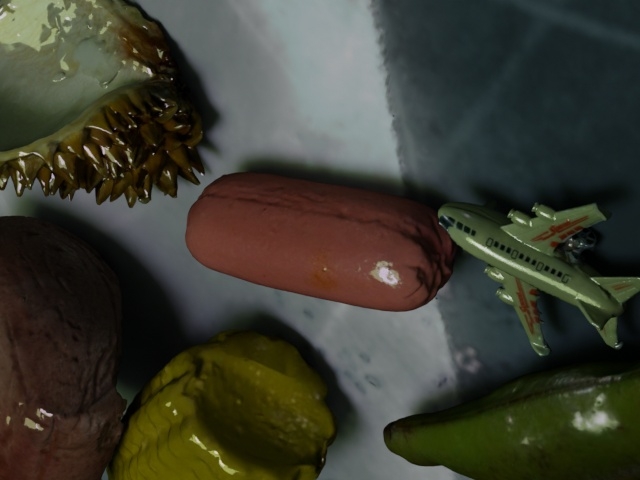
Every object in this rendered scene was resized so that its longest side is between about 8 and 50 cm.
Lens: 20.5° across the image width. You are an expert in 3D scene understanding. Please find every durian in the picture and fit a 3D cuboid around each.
[{"bbox_3d":[-0.179,-0.100,0.995,0.252,0.144,0.139,37,113,20],"label":"durian"}]

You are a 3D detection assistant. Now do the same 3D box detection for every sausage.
[{"bbox_3d":[0.000,0.000,0.943,0.154,0.062,0.062,11,124,33],"label":"sausage"}]

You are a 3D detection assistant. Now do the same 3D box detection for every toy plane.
[{"bbox_3d":[0.109,0.010,0.878,0.111,0.040,0.102,34,132,17],"label":"toy plane"}]

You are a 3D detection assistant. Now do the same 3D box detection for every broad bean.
[{"bbox_3d":[0.154,0.088,0.877,0.077,0.061,0.339,29,148,-32],"label":"broad bean"}]

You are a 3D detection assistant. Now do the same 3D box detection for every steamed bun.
[{"bbox_3d":[-0.171,0.074,1.077,0.145,0.106,0.175,-62,39,38],"label":"steamed bun"}]

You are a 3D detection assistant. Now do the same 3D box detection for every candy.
[{"bbox_3d":[-0.077,0.129,1.074,0.106,0.094,0.199,46,142,-4],"label":"candy"}]
